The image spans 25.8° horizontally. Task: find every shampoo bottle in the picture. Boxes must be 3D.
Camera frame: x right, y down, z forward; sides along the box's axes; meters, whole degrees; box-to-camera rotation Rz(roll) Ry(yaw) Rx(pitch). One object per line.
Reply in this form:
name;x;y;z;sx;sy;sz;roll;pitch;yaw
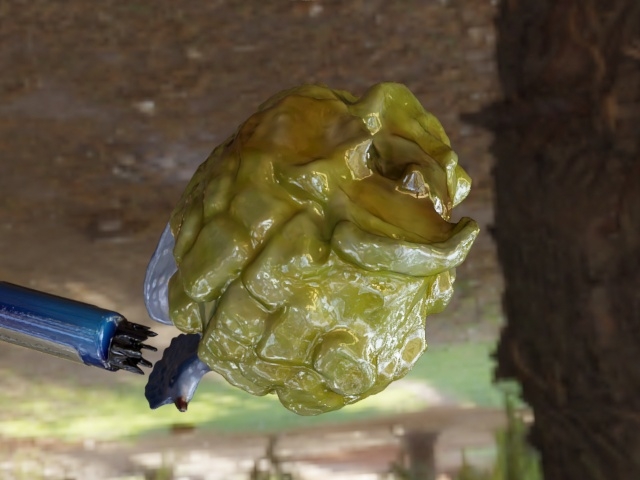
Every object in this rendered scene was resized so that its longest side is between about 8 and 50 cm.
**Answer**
shampoo bottle;-0.232;0.077;1.237;0.183;0.050;0.087;14;157;14

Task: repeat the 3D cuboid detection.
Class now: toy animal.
toy animal;-0.062;0.049;1.188;0.239;0.255;0.176;32;177;-42

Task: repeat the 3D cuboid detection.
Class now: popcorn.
popcorn;0.006;-0.005;0.897;0.181;0.235;0.217;32;139;-13
